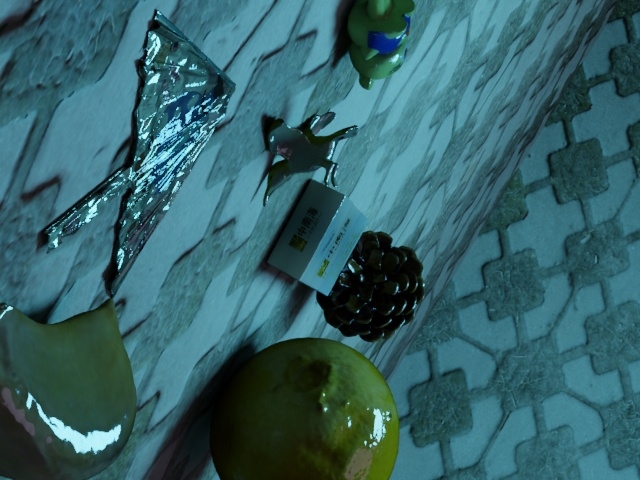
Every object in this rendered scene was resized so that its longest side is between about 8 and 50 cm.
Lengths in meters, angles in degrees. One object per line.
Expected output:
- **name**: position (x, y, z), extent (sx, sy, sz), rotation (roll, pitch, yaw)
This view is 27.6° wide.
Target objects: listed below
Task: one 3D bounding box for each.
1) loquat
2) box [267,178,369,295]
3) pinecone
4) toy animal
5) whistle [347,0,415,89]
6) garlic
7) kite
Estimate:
- **loquat**: position (-0.023, 0.320, 2.146), extent (0.328, 0.328, 0.328), rotation (-56, 165, -23)
- **box**: position (0.000, 0.000, 2.113), extent (0.155, 0.067, 0.243), rotation (-63, 167, -1)
- **pinecone**: position (0.087, 0.075, 2.301), extent (0.208, 0.207, 0.208), rotation (-56, 165, -23)
- **toy animal**: position (-0.020, -0.104, 1.787), extent (0.155, 0.095, 0.219), rotation (-68, 165, 7)
- **whistle**: position (0.083, -0.299, 1.798), extent (0.227, 0.085, 0.105), rotation (91, 21, -62)
- **garlic**: position (-0.294, 0.135, 1.251), extent (0.338, 0.151, 0.196), rotation (27, 64, -69)
- **kite**: position (-0.181, -0.086, 1.404), extent (0.368, 0.014, 0.406), rotation (-48, 160, -47)
